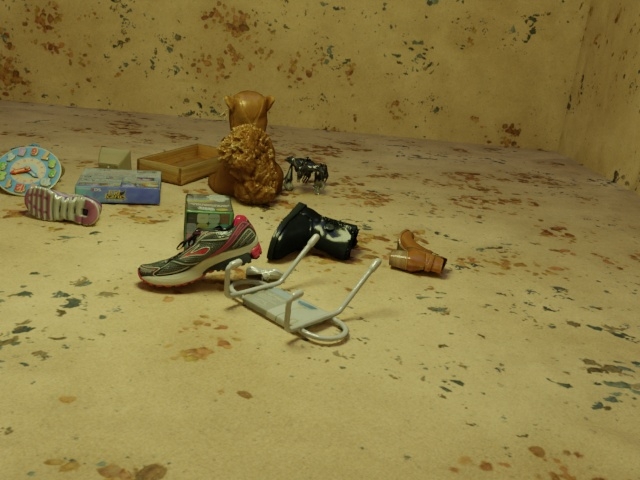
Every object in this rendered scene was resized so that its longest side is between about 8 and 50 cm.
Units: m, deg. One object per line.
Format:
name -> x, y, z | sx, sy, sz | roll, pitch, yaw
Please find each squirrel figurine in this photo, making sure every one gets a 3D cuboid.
squirrel figurine -> -0.246, -0.335, 2.283 | 0.281, 0.371, 0.397 | 2, 20, -13

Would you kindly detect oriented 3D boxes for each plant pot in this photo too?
plant pot -> -0.764, -0.271, 2.360 | 0.109, 0.109, 0.096 | 6, 32, -1

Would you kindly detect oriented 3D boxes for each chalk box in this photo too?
chalk box -> -0.313, -0.036, 1.788 | 0.132, 0.132, 0.213 | 3, 21, -12

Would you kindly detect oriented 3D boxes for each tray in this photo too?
tray -> -0.525, -0.310, 2.578 | 0.202, 0.076, 0.411 | 14, 22, 20

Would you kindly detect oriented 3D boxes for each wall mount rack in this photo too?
wall mount rack -> -0.040, 0.098, 1.491 | 0.350, 0.131, 0.304 | 23, 25, 37

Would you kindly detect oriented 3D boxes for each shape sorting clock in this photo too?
shape sorting clock -> -0.970, -0.232, 2.129 | 0.206, 0.040, 0.206 | 6, 61, -11

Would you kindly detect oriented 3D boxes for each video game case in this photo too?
video game case -> -0.684, -0.187, 2.199 | 0.269, 0.061, 0.244 | 1, 19, -13

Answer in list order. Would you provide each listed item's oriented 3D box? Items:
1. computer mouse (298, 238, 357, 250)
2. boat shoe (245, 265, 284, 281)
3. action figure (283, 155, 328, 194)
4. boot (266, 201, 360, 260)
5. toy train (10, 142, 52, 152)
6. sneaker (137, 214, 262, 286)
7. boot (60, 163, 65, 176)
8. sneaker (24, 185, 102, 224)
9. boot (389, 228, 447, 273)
computer mouse -> 0.000, 0.000, 1.911 | 0.242, 0.041, 0.071 | -4, 23, -24
boat shoe -> -0.142, 0.090, 1.634 | 0.100, 0.035, 0.035 | 10, 47, -1
action figure -> -0.052, -0.248, 2.455 | 0.164, 0.141, 0.275 | 14, 5, 14
boot -> -0.014, 0.001, 1.814 | 0.207, 0.094, 0.246 | 23, 41, 11
toy train -> -1.075, -0.305, 2.399 | 0.184, 0.080, 0.105 | 24, 35, 37
sneaker -> -0.299, 0.028, 1.559 | 0.299, 0.112, 0.121 | -20, 16, -8
boot -> -1.047, -0.261, 2.252 | 0.248, 0.090, 0.207 | -12, 28, -33
sneaker -> -0.759, -0.106, 1.920 | 0.236, 0.095, 0.104 | 12, 13, 3
boot -> 0.291, 0.038, 1.852 | 0.152, 0.073, 0.197 | 10, 32, 15
